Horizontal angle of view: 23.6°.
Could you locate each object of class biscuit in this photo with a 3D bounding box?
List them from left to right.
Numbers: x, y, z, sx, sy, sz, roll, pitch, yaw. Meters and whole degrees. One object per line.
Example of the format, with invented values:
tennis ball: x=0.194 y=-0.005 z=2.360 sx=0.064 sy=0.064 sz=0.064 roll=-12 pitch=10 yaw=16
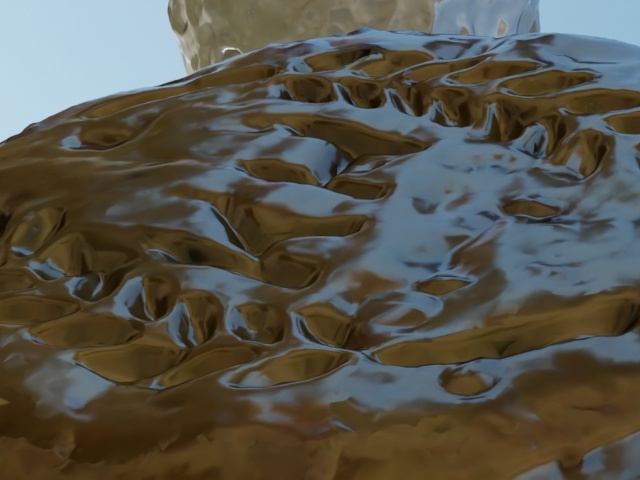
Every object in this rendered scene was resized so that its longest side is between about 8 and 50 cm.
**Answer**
biscuit: x=0.000 y=0.000 z=0.519 sx=0.359 sy=0.359 sz=0.046 roll=14 pitch=-55 yaw=40

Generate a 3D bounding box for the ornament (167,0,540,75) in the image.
ornament: x=0.031 y=-0.228 z=1.362 sx=0.337 sy=0.337 sz=0.337 roll=-6 pitch=-99 yaw=39
